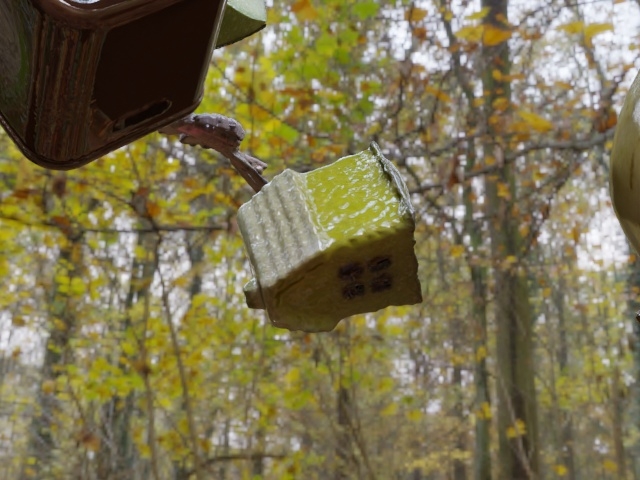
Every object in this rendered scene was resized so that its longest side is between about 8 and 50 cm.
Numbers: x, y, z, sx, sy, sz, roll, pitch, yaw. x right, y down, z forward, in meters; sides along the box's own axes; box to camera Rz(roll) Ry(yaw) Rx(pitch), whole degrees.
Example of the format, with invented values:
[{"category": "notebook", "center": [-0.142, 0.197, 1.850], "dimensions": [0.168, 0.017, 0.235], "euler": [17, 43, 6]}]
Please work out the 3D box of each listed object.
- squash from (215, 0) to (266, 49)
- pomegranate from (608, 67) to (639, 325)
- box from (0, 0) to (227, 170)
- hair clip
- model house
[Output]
[{"category": "squash", "center": [-0.197, -0.425, 1.568], "dimensions": [0.184, 0.191, 0.085], "euler": [-21, -35, 15]}, {"category": "pomegranate", "center": [0.345, -0.035, 0.609], "dimensions": [0.320, 0.319, 0.319], "euler": [1, -23, 0]}, {"category": "box", "center": [-0.274, -0.292, 0.939], "dimensions": [0.239, 0.339, 0.229], "euler": [-33, -13, -33]}, {"category": "hair clip", "center": [-0.195, -0.187, 1.819], "dimensions": [0.173, 0.069, 0.300], "euler": [-7, -31, 38]}, {"category": "model house", "center": [0.000, 0.000, 1.189], "dimensions": [0.234, 0.193, 0.174], "euler": [-12, -47, -10]}]
